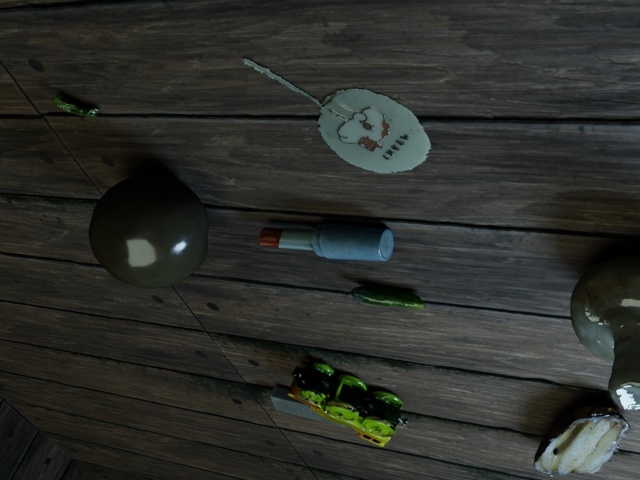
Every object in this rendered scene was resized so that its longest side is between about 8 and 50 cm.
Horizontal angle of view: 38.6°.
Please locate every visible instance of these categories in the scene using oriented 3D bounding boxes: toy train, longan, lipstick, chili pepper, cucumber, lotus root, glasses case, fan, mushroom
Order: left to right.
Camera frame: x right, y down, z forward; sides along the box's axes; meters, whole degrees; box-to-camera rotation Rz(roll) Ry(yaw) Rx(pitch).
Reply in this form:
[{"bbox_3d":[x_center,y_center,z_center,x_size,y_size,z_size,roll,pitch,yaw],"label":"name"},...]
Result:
[{"bbox_3d":[-0.450,-0.243,1.678,0.091,0.030,0.034,20,123,3],"label":"chili pepper"},{"bbox_3d":[-0.318,-0.017,1.755,0.248,0.248,0.248,17,148,11],"label":"longan"},{"bbox_3d":[-0.026,0.425,2.364,0.204,0.047,0.071,10,141,23],"label":"glasses case"},{"bbox_3d":[0.000,0.000,1.701,0.274,0.061,0.068,4,145,30],"label":"lipstick"},{"bbox_3d":[0.021,-0.201,1.439,0.329,0.009,0.191,30,148,-9],"label":"fan"},{"bbox_3d":[0.060,0.391,2.204,0.296,0.101,0.160,25,150,-1],"label":"toy train"},{"bbox_3d":[0.128,0.111,1.801,0.167,0.039,0.039,7,145,22],"label":"cucumber"},{"bbox_3d":[0.545,0.408,1.933,0.167,0.078,0.329,1,146,-5],"label":"lotus root"},{"bbox_3d":[0.500,0.148,1.425,0.243,0.244,0.244,17,148,11],"label":"mushroom"}]
